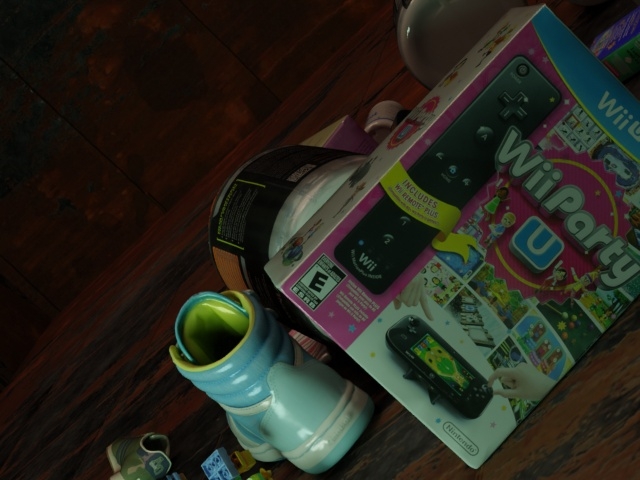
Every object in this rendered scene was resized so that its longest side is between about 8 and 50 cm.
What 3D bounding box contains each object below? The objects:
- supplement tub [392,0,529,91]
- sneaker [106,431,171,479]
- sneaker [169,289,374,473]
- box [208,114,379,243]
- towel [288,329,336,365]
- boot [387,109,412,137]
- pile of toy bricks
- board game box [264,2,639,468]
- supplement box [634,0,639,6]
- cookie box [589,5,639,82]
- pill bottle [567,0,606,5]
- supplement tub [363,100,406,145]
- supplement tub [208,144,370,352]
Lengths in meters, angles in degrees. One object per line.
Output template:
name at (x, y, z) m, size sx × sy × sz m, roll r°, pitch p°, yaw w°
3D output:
supplement tub at (0.205, -0.331, 2.108) m, size 0.193 × 0.193 × 0.316 m, roll -44°, pitch 11°, yaw 14°
sneaker at (-0.236, 0.293, 1.905) m, size 0.086 × 0.064 × 0.192 m, roll -39°, pitch 11°, yaw -2°
sneaker at (-0.078, 0.133, 1.497) m, size 0.127 × 0.208 × 0.319 m, roll -51°, pitch 12°, yaw -16°
box at (-0.028, -0.053, 2.189) m, size 0.213 × 0.117 × 0.243 m, roll -52°, pitch 13°, yaw -25°
towel at (-0.033, 0.143, 1.755) m, size 0.144 × 0.029 × 0.197 m, roll -44°, pitch 12°, yaw 18°
boot at (0.106, -0.084, 1.985) m, size 0.219 × 0.082 × 0.106 m, roll -69°, pitch 4°, yaw -53°
pile of toy bricks at (-0.090, 0.265, 1.404) m, size 0.105 × 0.118 × 0.212 m, roll -12°, pitch -28°, yaw -46°
board game box at (0.140, -0.006, 1.149) m, size 0.303 × 0.224 × 0.097 m, roll -47°, pitch 10°, yaw -1°
supplement box at (0.407, -0.313, 1.711) m, size 0.062 × 0.036 × 0.098 m, roll -46°, pitch 12°, yaw 6°
cookie box at (0.347, -0.219, 1.595) m, size 0.107 × 0.040 × 0.092 m, roll -36°, pitch 15°, yaw 44°
pill bottle at (0.361, -0.400, 1.973) m, size 0.117 × 0.117 × 0.215 m, roll -43°, pitch 12°, yaw 16°
supplement tub at (0.104, -0.173, 2.241) m, size 0.071 × 0.071 × 0.107 m, roll -42°, pitch 12°, yaw 21°
supplement tub at (0.000, 0.000, 1.576) m, size 0.207 × 0.207 × 0.338 m, roll -48°, pitch 21°, yaw -9°
